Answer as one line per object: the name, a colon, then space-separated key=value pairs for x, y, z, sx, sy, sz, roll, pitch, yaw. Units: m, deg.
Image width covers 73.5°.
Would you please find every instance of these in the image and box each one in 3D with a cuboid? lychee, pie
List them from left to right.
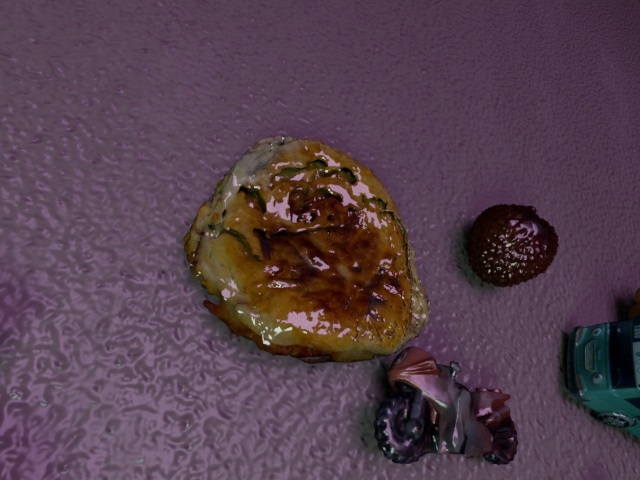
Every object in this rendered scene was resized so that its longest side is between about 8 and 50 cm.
pie: x=-0.001 y=0.001 z=0.493 sx=0.308 sy=0.085 sz=0.308 roll=11 pitch=62 yaw=-22
lychee: x=0.270 y=0.005 z=0.616 sx=0.129 sy=0.123 sz=0.123 roll=-33 pitch=84 yaw=-7

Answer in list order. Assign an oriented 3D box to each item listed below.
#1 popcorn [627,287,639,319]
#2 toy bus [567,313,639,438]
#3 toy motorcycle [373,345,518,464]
popcorn: x=0.602 y=0.140 z=0.710 sx=0.152 sy=0.148 sz=0.167 roll=18 pitch=68 yaw=-45
toy bus: x=0.498 y=0.220 z=0.614 sx=0.256 sy=0.147 sz=0.128 roll=33 pitch=54 yaw=-11
toy motorcycle: x=0.148 y=0.188 z=0.485 sx=0.212 sy=0.084 sz=0.118 roll=17 pitch=59 yaw=-29
